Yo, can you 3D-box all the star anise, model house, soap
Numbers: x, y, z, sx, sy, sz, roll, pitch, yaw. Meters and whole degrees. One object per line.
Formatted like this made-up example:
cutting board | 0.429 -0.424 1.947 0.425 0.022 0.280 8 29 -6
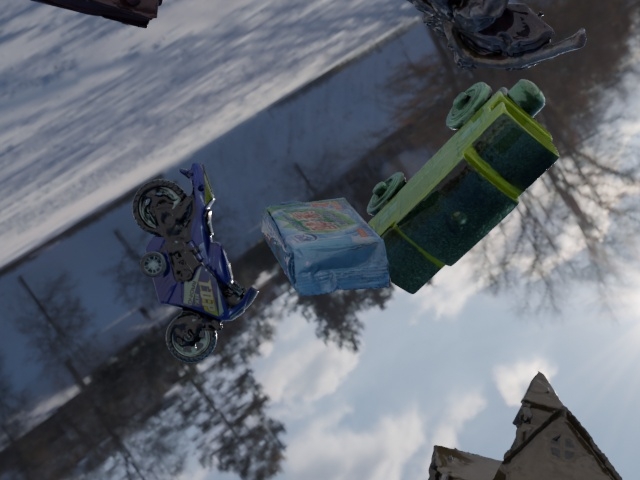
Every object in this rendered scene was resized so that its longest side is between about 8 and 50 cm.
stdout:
star anise | 0.176 -0.255 0.999 0.081 0.262 0.230 -47 150 -7
model house | 0.203 0.231 0.904 0.248 0.176 0.180 -73 174 -46
soap | 0.000 0.000 1.394 0.156 0.077 0.293 -8 -159 -13

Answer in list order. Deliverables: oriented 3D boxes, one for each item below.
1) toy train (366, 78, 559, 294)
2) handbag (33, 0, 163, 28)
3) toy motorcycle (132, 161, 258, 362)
toy train | 0.240 -0.095 1.582 0.442 0.179 0.272 -46 -165 25
handbag | -0.317 -0.426 1.248 0.216 0.203 0.074 8 173 -31
toy motorcycle | -0.199 0.035 1.425 0.169 0.315 0.113 -14 -179 -1
